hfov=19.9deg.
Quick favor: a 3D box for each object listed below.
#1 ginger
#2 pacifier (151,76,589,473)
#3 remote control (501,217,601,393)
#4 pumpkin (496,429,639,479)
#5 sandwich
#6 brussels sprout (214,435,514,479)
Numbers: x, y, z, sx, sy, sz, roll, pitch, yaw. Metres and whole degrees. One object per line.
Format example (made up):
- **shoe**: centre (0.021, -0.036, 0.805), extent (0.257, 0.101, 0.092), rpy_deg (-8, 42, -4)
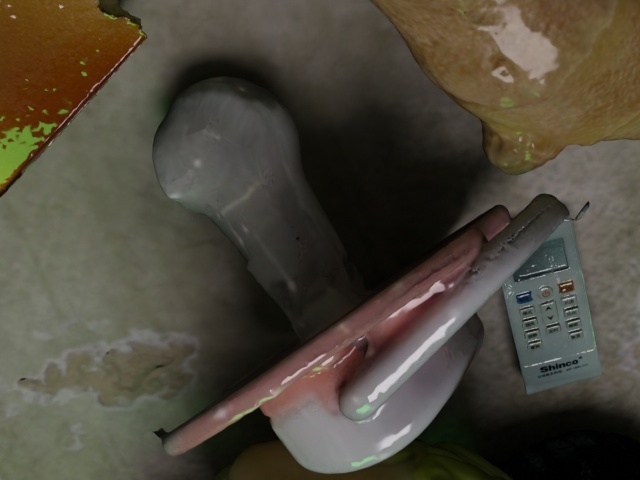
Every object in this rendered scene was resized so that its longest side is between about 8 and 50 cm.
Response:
- **ginger**: centre (0.112, -0.156, 1.078), extent (0.354, 0.126, 0.190), rpy_deg (33, 99, -28)
- **pacifier**: centre (0.003, 0.034, 1.153), extent (0.273, 0.332, 0.220), rpy_deg (20, 100, 9)
- **remote control**: centre (0.165, 0.047, 1.331), extent (0.061, 0.029, 0.162), rpy_deg (-15, 127, 1)
- **pumpkin**: centre (0.200, 0.239, 1.432), extent (0.202, 0.140, 0.202), rpy_deg (-9, 121, -15)
- **sandwich**: centre (-0.184, -0.110, 1.115), extent (0.162, 0.058, 0.193), rpy_deg (-14, 129, 2)
- **brussels sprout**: centre (0.042, 0.280, 1.264), extent (0.328, 0.247, 0.328), rpy_deg (-1, 129, -1)
